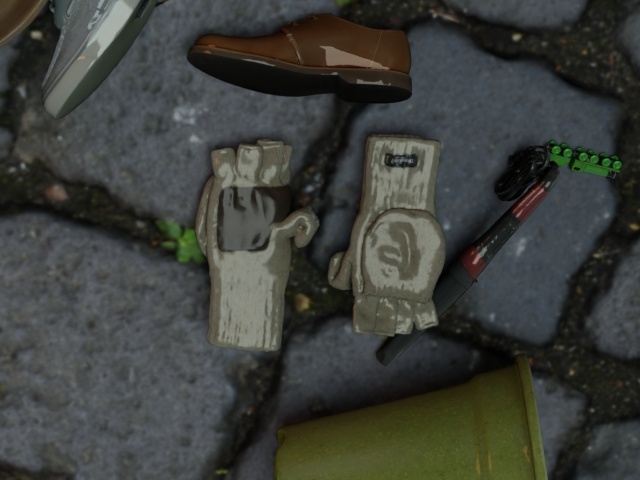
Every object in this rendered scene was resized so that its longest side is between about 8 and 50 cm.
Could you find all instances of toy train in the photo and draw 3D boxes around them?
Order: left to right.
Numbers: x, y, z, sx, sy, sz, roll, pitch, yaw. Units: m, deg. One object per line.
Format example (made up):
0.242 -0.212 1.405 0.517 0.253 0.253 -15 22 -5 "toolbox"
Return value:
0.260 -0.078 1.904 0.083 0.017 0.024 13 115 -15 "toy train"

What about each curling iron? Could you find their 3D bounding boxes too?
0.146 0.019 1.895 0.035 0.068 0.274 31 105 -20 "curling iron"

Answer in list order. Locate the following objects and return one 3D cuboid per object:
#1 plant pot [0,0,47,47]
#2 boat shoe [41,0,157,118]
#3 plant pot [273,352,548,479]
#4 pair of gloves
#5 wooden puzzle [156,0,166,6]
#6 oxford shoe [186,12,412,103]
-0.342 -0.272 1.648 0.237 0.110 0.237 -19 132 -23 "plant pot"
-0.200 -0.219 1.740 0.081 0.079 0.227 36 105 7 "boat shoe"
0.089 0.258 1.868 0.253 0.276 0.276 -5 109 2 "plant pot"
0.000 0.000 1.851 0.240 0.042 0.204 -4 99 -7 "pair of gloves"
-0.142 -0.247 1.771 0.083 0.006 0.049 -27 111 -1 "wooden puzzle"
-0.019 -0.177 1.798 0.212 0.076 0.076 5 77 -11 "oxford shoe"
